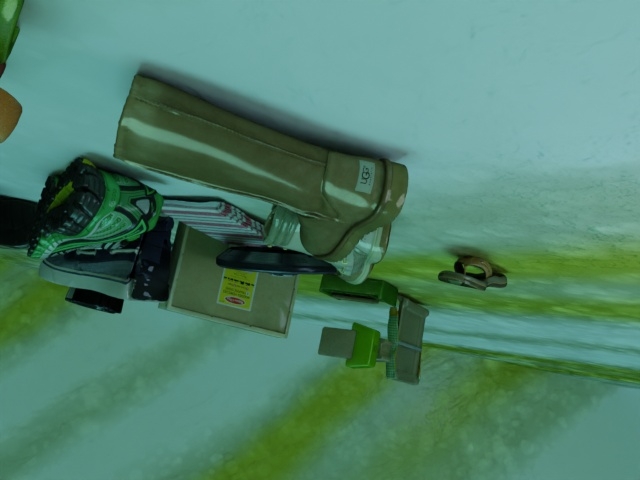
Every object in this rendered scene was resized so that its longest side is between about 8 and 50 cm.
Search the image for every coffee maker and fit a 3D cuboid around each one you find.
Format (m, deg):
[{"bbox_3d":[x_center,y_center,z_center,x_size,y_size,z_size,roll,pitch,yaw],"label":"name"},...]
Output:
[{"bbox_3d":[-0.476,0.072,1.503,0.171,0.178,0.120,4,167,33],"label":"coffee maker"}]

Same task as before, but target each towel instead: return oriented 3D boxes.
[{"bbox_3d":[-0.160,-0.031,1.087,0.144,0.029,0.197,4,164,34],"label":"towel"}]

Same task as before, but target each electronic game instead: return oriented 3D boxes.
[{"bbox_3d":[-0.065,0.039,1.146,0.229,0.048,0.229,3,-178,0],"label":"electronic game"}]

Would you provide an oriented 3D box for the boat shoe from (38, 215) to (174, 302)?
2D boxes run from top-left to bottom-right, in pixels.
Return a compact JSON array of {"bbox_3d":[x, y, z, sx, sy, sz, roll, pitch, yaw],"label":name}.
[{"bbox_3d":[-0.385,0.013,1.204,0.341,0.158,0.127,7,176,37],"label":"boat shoe"}]

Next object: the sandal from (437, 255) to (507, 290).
[{"bbox_3d":[0.239,0.048,1.030,0.072,0.049,0.180,10,-176,38],"label":"sandal"}]

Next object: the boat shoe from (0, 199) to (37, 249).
[{"bbox_3d":[-0.706,-0.035,1.375,0.324,0.122,0.120,12,172,3],"label":"boat shoe"}]

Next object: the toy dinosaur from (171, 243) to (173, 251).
[{"bbox_3d":[-0.348,0.052,1.476,0.118,0.064,0.268,-33,167,19],"label":"toy dinosaur"}]

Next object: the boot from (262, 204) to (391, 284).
[{"bbox_3d":[0.000,0.000,0.947,0.165,0.077,0.213,12,163,-5],"label":"boot"}]

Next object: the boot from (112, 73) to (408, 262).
[{"bbox_3d":[-0.074,-0.067,0.695,0.270,0.089,0.236,15,158,-16],"label":"boot"}]

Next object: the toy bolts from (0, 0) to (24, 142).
[{"bbox_3d":[-0.349,-0.118,0.519,0.218,0.158,0.228,16,167,-22],"label":"toy bolts"}]

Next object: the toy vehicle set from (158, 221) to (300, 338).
[{"bbox_3d":[-0.158,0.076,1.240,0.267,0.165,0.035,21,165,-36],"label":"toy vehicle set"}]

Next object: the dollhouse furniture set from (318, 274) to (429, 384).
[{"bbox_3d":[0.121,0.212,1.535,0.151,0.197,0.301,3,165,31],"label":"dollhouse furniture set"}]

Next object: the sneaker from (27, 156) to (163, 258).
[{"bbox_3d":[-0.357,-0.026,1.032,0.146,0.134,0.344,19,166,-33],"label":"sneaker"}]
